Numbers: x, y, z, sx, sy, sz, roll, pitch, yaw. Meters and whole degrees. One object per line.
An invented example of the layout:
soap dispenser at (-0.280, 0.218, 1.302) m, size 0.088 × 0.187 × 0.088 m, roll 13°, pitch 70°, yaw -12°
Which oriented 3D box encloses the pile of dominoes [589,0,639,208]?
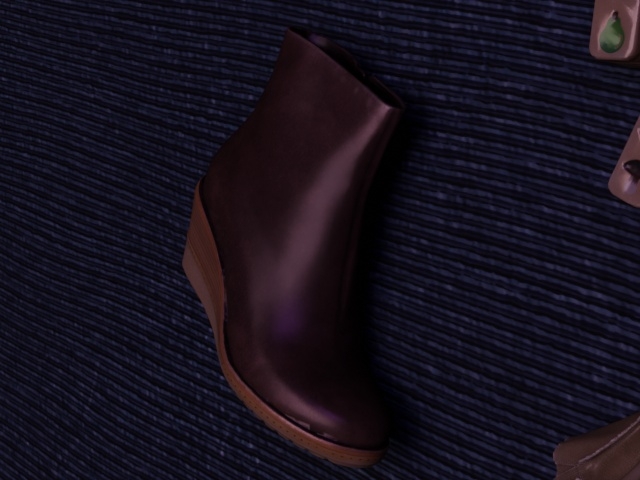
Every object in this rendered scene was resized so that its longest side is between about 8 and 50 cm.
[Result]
pile of dominoes at (0.252, -0.102, 0.606) m, size 0.251 × 0.040 × 0.196 m, roll 11°, pitch 96°, yaw 44°

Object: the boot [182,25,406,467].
boot at (0.000, 0.000, 0.805) m, size 0.248 × 0.090 × 0.207 m, roll 50°, pitch 123°, yaw 37°

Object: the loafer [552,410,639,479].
loafer at (0.158, 0.122, 0.675) m, size 0.050 × 0.056 × 0.148 m, roll 49°, pitch 120°, yaw 26°
